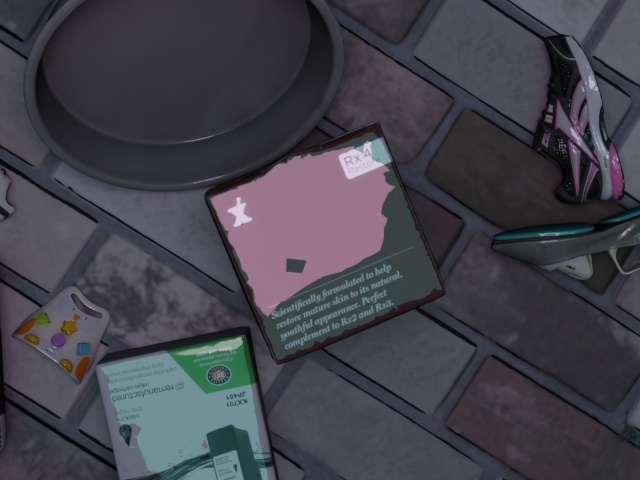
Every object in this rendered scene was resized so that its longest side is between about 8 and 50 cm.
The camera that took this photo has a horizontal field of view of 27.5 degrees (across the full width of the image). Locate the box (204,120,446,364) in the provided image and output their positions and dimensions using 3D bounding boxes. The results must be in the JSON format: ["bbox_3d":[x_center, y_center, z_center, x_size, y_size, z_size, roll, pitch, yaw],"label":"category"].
[{"bbox_3d":[0.000,0.000,1.226,0.169,0.203,0.167,-22,93,-2],"label":"box"}]

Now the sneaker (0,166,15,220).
[{"bbox_3d":[-0.331,-0.069,1.293,0.044,0.040,0.109,-12,96,-19],"label":"sneaker"}]

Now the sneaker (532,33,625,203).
[{"bbox_3d":[0.245,-0.118,1.305,0.077,0.072,0.178,-16,87,8],"label":"sneaker"}]

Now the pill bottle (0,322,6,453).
[{"bbox_3d":[-0.367,0.138,1.246,0.131,0.130,0.245,-3,92,-3],"label":"pill bottle"}]

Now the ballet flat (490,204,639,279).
[{"bbox_3d":[0.279,0.006,1.308,0.213,0.072,0.068,-12,96,-3],"label":"ballet flat"}]

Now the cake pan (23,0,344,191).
[{"bbox_3d":[-0.125,-0.161,1.203,0.293,0.293,0.054,-14,53,-3],"label":"cake pan"}]

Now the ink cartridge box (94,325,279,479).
[{"bbox_3d":[-0.123,0.202,1.282,0.153,0.087,0.208,-12,93,-2],"label":"ink cartridge box"}]

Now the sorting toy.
[{"bbox_3d":[-0.251,0.087,1.301,0.083,0.045,0.075,37,70,-3],"label":"sorting toy"}]
